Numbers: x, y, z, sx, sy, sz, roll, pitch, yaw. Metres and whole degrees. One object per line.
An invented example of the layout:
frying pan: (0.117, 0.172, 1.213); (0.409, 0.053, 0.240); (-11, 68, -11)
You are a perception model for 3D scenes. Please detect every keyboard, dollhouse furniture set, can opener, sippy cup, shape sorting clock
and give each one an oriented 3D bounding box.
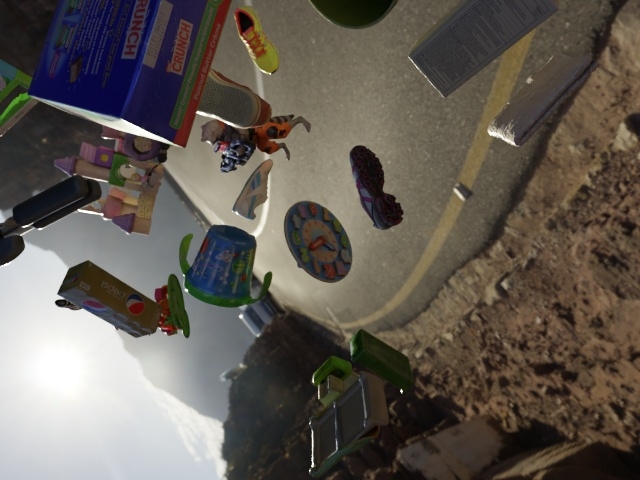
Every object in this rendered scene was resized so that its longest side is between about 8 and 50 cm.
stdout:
keyboard: (-0.577, -0.226, 1.592); (0.014, 0.072, 0.256); (51, 132, 32)
dollhouse furniture set: (0.094, 0.373, 1.175); (0.151, 0.197, 0.301); (35, -159, -16)
can opener: (-0.544, -0.035, 1.039); (0.093, 0.280, 0.074); (64, -168, 10)
sippy cup: (-0.320, 0.074, 1.817); (0.305, 0.224, 0.240); (14, -163, -18)
shape sorting clock: (0.000, 0.000, 1.241); (0.040, 0.206, 0.206); (-27, 104, 40)

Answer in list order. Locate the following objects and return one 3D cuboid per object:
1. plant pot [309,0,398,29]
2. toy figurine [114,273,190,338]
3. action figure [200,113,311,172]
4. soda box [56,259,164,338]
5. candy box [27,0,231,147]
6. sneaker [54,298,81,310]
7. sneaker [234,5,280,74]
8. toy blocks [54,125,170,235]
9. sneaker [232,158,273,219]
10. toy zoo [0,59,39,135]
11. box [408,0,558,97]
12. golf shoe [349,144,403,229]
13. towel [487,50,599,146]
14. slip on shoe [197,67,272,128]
plant pot: (0.134, -0.674, 1.238); (0.274, 0.293, 0.275); (26, 141, 23)
toy figurine: (-0.400, 0.170, 1.244); (0.130, 0.159, 0.173); (-103, 4, -51)
action figure: (-0.243, -0.341, 1.803); (0.341, 0.330, 0.179); (-20, 73, 61)
soda box: (-0.381, 0.112, 0.993); (0.181, 0.061, 0.058); (45, -141, -38)
candy box: (-0.301, -0.311, 0.840); (0.317, 0.268, 0.122); (21, -178, 40)
sneaker: (-0.740, 0.189, 1.590); (0.037, 0.083, 0.032); (136, 137, -71)
sneaker: (-0.191, -0.574, 1.551); (0.208, 0.081, 0.094); (61, -161, -6)
toy blocks: (-0.537, -0.183, 1.366); (0.260, 0.289, 0.309); (13, -165, -19)
sneaker: (-0.222, -0.182, 1.912); (0.092, 0.229, 0.087); (30, 175, -12)
toy zoo: (-0.771, -0.344, 1.139); (0.293, 0.192, 0.030); (28, -138, -49)
box: (0.371, -0.495, 1.249); (0.148, 0.121, 0.311); (45, 129, -15)
golf shoe: (0.100, -0.107, 1.135); (0.086, 0.067, 0.186); (-23, 91, 59)
towel: (0.572, -0.374, 1.412); (0.049, 0.282, 0.187); (37, -166, -16)
slip on shoe: (-0.254, -0.362, 1.346); (0.331, 0.123, 0.101); (31, -164, 28)
